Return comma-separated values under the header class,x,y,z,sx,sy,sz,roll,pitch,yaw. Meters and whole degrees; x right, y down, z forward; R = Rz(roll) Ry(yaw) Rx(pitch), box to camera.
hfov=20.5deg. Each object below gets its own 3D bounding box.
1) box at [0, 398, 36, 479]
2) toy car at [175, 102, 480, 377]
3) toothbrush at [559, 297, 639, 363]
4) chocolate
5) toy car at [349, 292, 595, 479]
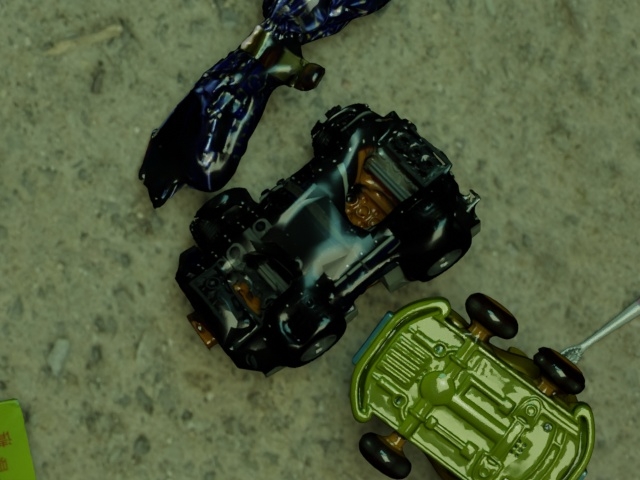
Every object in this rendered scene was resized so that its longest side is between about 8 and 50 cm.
class,x,y,z,sx,sy,sz,roll,pitch,yaw
box,-0.341,0.332,1.675,0.187,0.047,0.335,-11,88,-32
toy car,-0.001,0.001,1.745,0.301,0.118,0.193,-36,72,-5
toothbrush,0.348,0.057,1.839,0.286,0.025,0.020,-35,92,-10
chocolate,-0.060,-0.170,1.738,0.148,0.126,0.343,32,81,38
toy car,0.148,0.163,1.741,0.248,0.142,0.200,41,95,1
